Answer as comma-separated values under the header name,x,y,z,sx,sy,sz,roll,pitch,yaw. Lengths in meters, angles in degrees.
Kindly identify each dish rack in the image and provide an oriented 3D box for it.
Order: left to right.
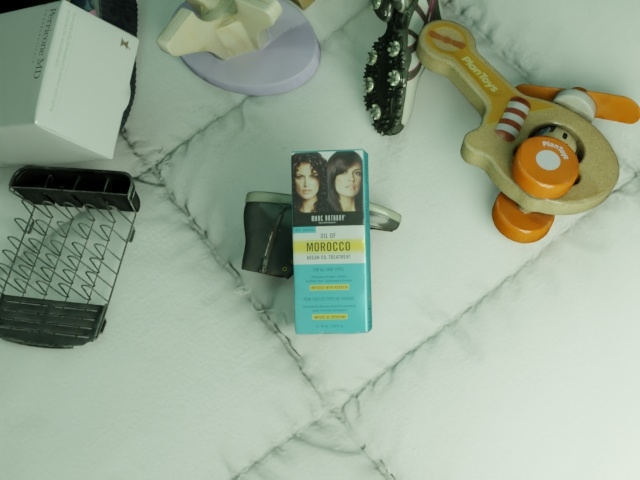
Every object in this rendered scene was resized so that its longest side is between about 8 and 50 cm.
name,x,y,z,sx,sy,sz,roll,pitch,yaw
dish rack,-0.387,0.026,1.780,0.208,0.074,0.271,4,64,20

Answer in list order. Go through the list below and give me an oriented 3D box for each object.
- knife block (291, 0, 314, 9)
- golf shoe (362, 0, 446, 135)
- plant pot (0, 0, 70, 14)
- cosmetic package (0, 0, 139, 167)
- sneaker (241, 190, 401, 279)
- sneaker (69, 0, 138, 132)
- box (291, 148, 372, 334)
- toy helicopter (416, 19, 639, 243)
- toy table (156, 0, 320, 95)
name,x,y,z,sx,sy,sz,roll,pitch,yaw
knife block,0.059,-0.516,1.940,0.088,0.242,0.275,42,125,32
golf shoe,0.135,-0.285,1.763,0.105,0.120,0.272,-1,83,59
plant pot,-0.553,-0.407,1.978,0.230,0.215,0.215,-15,50,54
cosmetic package,-0.461,-0.223,1.809,0.366,0.155,0.197,-3,72,41
sneaker,0.000,0.000,1.683,0.222,0.083,0.118,5,85,10
sneaker,-0.374,-0.283,1.942,0.131,0.112,0.319,-17,58,35
box,0.015,0.002,1.608,0.101,0.060,0.244,-2,89,7
toy helicopter,0.271,-0.183,1.645,0.235,0.140,0.355,-29,66,-23
toy table,-0.139,-0.350,1.856,0.274,0.161,0.252,15,68,25
